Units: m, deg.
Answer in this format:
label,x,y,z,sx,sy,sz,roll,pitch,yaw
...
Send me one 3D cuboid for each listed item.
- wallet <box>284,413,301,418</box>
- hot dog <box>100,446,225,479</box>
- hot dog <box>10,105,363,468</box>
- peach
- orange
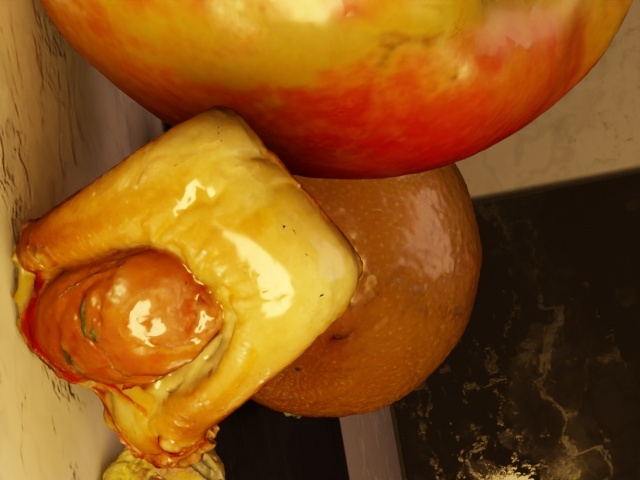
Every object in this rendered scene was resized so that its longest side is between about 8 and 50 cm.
label,x,y,z,sx,sy,sz,roll,pitch,yaw
wallet,-0.045,0.050,1.562,0.309,0.077,0.223,-6,82,-83
hot dog,-0.085,0.151,1.007,0.169,0.061,0.078,-6,87,-84
hot dog,-0.074,0.026,0.868,0.150,0.153,0.257,51,-5,-2
peach,-0.004,-0.217,0.997,0.388,0.388,0.388,-10,90,-85
orange,0.000,0.000,1.295,0.264,0.264,0.264,-10,90,-85
